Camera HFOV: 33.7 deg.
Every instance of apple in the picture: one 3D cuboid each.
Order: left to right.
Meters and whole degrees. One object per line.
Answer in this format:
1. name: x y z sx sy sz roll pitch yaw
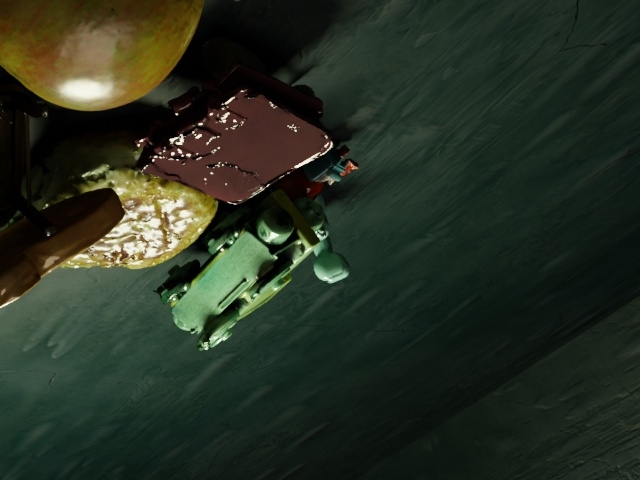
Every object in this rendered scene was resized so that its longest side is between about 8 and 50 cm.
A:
1. apple: -0.240 -0.262 1.071 0.226 0.246 0.246 -48 150 9

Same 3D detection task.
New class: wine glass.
1. wine glass: -0.082 -0.217 1.431 0.066 0.066 0.198 -31 153 20

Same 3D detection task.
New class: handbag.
1. handbag: -0.115 -0.141 1.409 0.203 0.074 0.216 -33 149 29

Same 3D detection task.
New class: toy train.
1. toy train: -0.112 0.033 1.734 0.237 0.150 0.369 -34 175 -42

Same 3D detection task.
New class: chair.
1. chair: -0.441 -0.101 1.302 0.160 0.319 0.186 -10 109 -28

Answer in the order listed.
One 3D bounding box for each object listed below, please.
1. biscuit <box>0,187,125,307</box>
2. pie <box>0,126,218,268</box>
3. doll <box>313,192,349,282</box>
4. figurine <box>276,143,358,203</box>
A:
1. biscuit: -0.392 0.039 1.280 0.275 0.052 0.355 -3 -153 48
2. pie: -0.302 -0.048 1.546 0.355 0.103 0.288 -36 149 27
3. doll: 0.000 0.000 1.828 0.059 0.158 0.159 -21 149 -6
4. figurine: -0.014 -0.103 1.711 0.140 0.068 0.075 -36 155 24
